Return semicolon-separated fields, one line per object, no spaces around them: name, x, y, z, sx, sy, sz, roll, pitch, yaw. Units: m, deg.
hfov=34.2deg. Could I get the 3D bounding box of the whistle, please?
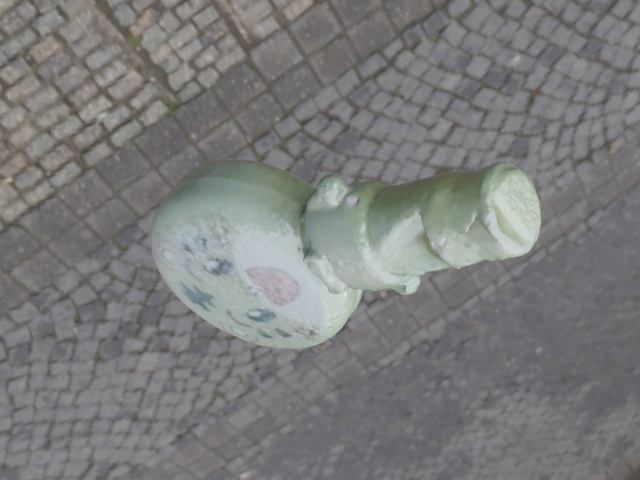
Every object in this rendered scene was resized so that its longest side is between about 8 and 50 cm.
whistle;0.000;0.000;0.564;0.258;0.067;0.126;-11;130;44
